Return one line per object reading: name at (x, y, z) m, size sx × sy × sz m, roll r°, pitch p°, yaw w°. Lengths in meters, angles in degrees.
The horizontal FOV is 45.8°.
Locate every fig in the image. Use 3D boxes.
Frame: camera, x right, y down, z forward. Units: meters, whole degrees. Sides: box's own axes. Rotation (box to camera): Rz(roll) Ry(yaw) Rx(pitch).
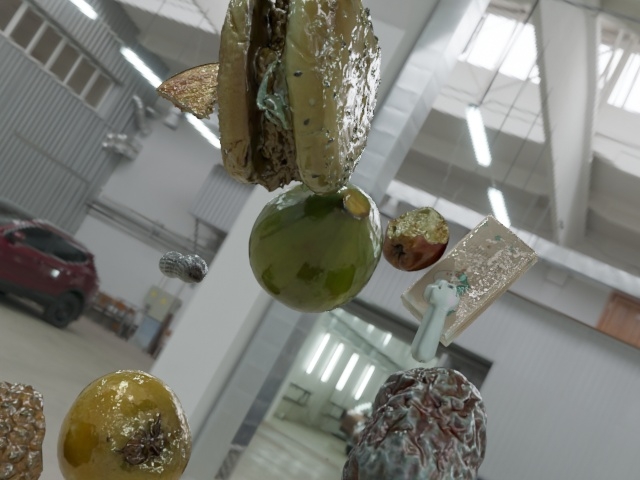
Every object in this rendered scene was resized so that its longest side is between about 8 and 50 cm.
fig at (0.000, 0.000, 1.342) m, size 0.239 × 0.239 × 0.271 m, roll 30°, pitch -32°, yaw -5°

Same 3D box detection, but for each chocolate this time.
chocolate at (-0.339, 0.066, 1.872) m, size 0.167 × 0.072 × 0.072 m, roll 9°, pitch -21°, yaw 47°

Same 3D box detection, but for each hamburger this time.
hamburger at (-0.031, -0.208, 1.121) m, size 0.195 × 0.276 × 0.318 m, roll 6°, pitch -17°, yaw 16°

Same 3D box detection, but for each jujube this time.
jujube at (0.159, 0.345, 1.241) m, size 0.226 × 0.226 × 0.317 m, roll 27°, pitch 30°, yaw 12°

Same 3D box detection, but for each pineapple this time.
pineapple at (-0.677, 0.364, 1.329) m, size 0.358 × 0.222 × 0.223 m, roll -1°, pitch 6°, yaw -28°

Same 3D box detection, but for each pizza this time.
pizza at (-0.296, -0.342, 1.809) m, size 0.201 × 0.193 × 0.053 m, roll -12°, pitch -39°, yaw 6°

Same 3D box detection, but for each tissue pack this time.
tissue pack at (0.375, 0.098, 1.920) m, size 0.170 × 0.325 × 0.071 m, roll 43°, pitch -11°, yaw 28°

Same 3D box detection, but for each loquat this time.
loquat at (-0.393, 0.404, 1.529) m, size 0.275 × 0.274 × 0.275 m, roll 28°, pitch -9°, yaw 5°

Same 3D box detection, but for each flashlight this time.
flashlight at (0.261, 0.190, 1.769) m, size 0.093 × 0.200 × 0.047 m, roll 25°, pitch -9°, yaw -28°

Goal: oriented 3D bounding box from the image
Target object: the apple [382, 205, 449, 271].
apple at (0.228, 0.004, 1.870) m, size 0.156 × 0.158 × 0.147 m, roll 33°, pitch -35°, yaw 29°
